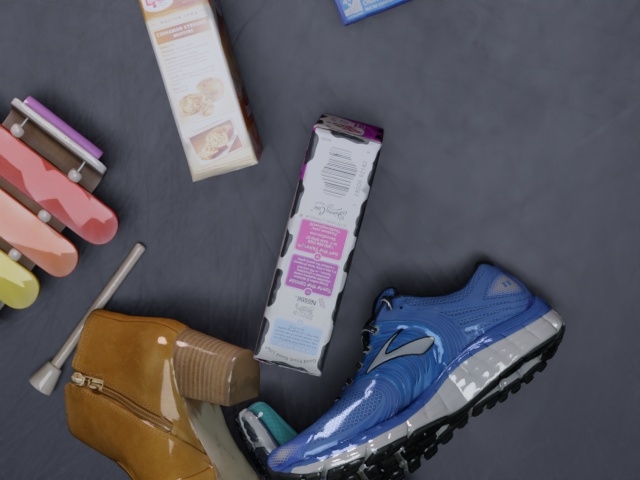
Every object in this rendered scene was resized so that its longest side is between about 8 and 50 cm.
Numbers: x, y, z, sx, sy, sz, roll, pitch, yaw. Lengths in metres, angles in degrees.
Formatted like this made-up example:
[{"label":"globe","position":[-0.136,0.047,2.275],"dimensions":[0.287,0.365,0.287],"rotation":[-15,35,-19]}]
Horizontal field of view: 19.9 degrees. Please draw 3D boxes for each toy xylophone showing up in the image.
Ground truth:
[{"label":"toy xylophone","position":[-0.319,0.019,1.831],"dimensions":[0.236,0.081,0.322],"rotation":[30,98,-4]}]

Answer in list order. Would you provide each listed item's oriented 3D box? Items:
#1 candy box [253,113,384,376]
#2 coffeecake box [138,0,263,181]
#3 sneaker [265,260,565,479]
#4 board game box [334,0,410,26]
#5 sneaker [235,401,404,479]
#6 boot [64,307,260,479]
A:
[{"label":"candy box","position":[0.000,0.000,1.782],"dimensions":[0.071,0.159,0.233],"rotation":[14,98,1]},{"label":"coffeecake box","position":[-0.114,-0.161,1.768],"dimensions":[0.068,0.142,0.185],"rotation":[-16,98,3]},{"label":"sneaker","position":[0.077,0.137,1.805],"dimensions":[0.330,0.129,0.147],"rotation":[-34,68,-17]},{"label":"board game box","position":[0.113,-0.410,1.764],"dimensions":[0.319,0.066,0.318],"rotation":[-21,97,4]},{"label":"sneaker","position":[0.029,0.251,1.864],"dimensions":[0.275,0.107,0.110],"rotation":[40,78,-9]},{"label":"boot","position":[-0.165,0.222,1.818],"dimensions":[0.211,0.104,0.295],"rotation":[9,96,35]}]
